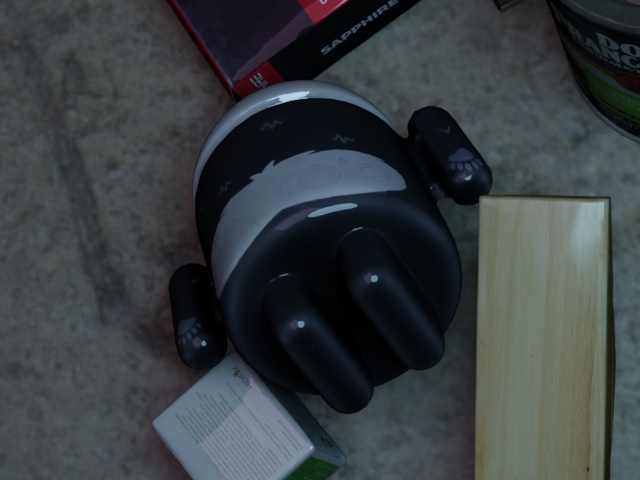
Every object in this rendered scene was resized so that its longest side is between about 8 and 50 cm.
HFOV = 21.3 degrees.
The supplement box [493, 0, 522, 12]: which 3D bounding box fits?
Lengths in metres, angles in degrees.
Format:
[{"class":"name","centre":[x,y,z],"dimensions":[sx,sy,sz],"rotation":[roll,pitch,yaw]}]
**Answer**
[{"class":"supplement box","centre":[0.147,-0.218,1.311],"dimensions":[0.055,0.083,0.043],"rotation":[-27,72,7]}]

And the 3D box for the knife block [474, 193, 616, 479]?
[{"class":"knife block","centre":[0.151,0.136,1.151],"dimensions":[0.088,0.276,0.242],"rotation":[1,49,12]}]

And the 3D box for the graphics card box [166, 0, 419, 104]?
[{"class":"graphics card box","centre":[0.027,-0.298,1.358],"dimensions":[0.371,0.094,0.233],"rotation":[-34,71,4]}]

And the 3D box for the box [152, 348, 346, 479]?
[{"class":"box","centre":[-0.052,0.151,1.269],"dimensions":[0.087,0.101,0.102],"rotation":[-41,71,3]}]

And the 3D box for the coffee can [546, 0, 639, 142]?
[{"class":"coffee can","centre":[0.252,-0.193,1.175],"dimensions":[0.201,0.275,0.201],"rotation":[-3,77,15]}]

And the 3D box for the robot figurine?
[{"class":"robot figurine","centre":[0.003,0.001,1.215],"dimensions":[0.209,0.174,0.278],"rotation":[0,31,-14]}]
